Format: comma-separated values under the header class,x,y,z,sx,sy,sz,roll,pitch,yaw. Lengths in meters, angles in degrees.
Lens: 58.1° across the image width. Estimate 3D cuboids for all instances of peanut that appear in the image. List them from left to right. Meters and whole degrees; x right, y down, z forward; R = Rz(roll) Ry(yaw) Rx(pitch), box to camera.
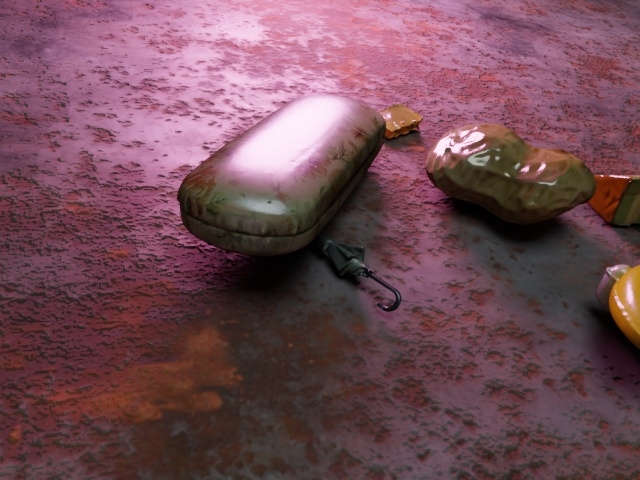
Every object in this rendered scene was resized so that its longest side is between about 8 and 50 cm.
class,x,y,z,sx,sy,sz,roll,pitch,yaw
peanut,0.274,-0.100,0.839,0.233,0.110,0.197,30,37,20

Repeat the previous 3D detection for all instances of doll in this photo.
class,x,y,z,sx,sy,sz,roll,pitch,yaw
doll,0.423,0.108,0.627,0.237,0.111,0.252,-5,39,-44

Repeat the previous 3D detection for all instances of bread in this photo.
class,x,y,z,sx,sy,sz,roll,pitch,yaw
bread,0.457,-0.097,0.899,0.074,0.084,0.139,-2,38,-11

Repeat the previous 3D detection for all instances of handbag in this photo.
class,x,y,z,sx,sy,sz,roll,pitch,yaw
handbag,0.128,-0.204,0.995,0.083,0.027,0.061,-27,54,-34

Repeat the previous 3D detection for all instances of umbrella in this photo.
class,x,y,z,sx,sy,sz,roll,pitch,yaw
umbrella,0.004,-0.004,0.709,0.269,0.044,0.044,40,2,31

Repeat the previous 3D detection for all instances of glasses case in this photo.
class,x,y,z,sx,sy,sz,roll,pitch,yaw
glasses case,-0.026,-0.105,0.750,0.157,0.097,0.425,14,31,14

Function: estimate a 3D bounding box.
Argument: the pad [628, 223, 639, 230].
class,x,y,z,sx,sy,sz,roll,pitch,yaw
pad,0.554,-0.017,0.893,0.127,0.004,0.190,-27,53,-38
